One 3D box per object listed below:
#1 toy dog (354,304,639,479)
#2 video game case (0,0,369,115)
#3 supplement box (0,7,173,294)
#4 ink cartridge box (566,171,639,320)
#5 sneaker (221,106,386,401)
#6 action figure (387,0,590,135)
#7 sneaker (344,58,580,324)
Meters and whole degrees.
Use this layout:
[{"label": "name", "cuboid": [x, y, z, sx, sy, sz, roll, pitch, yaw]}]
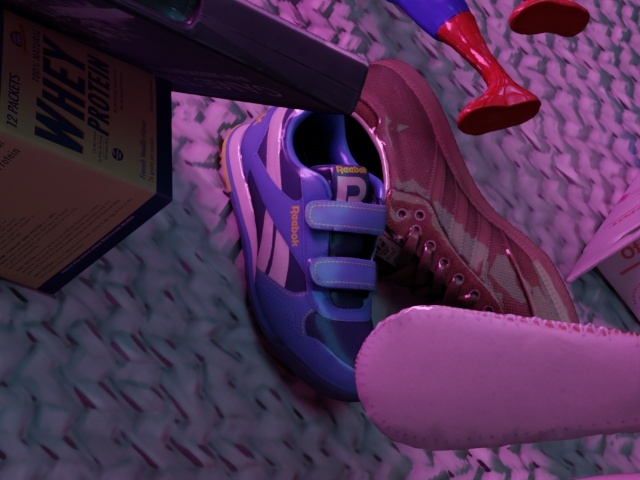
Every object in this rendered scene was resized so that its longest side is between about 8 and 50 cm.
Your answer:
[{"label": "toy dog", "cuboid": [0.083, 0.084, 0.623, 0.161, 0.334, 0.220, 50, 15, 32]}, {"label": "video game case", "cuboid": [-0.143, -0.108, 0.614, 0.274, 0.196, 0.026, 21, 86, -35]}, {"label": "supplement box", "cuboid": [-0.112, -0.032, 0.655, 0.083, 0.083, 0.056, 22, 49, -34]}, {"label": "ink cartridge box", "cuboid": [0.217, -0.018, 0.978, 0.061, 0.104, 0.181, 50, 38, -4]}, {"label": "sneaker", "cuboid": [0.000, 0.000, 0.771, 0.053, 0.059, 0.144, 6, 59, -47]}, {"label": "action figure", "cuboid": [-0.009, -0.170, 0.845, 0.139, 0.091, 0.280, -5, 46, -37]}, {"label": "sneaker", "cuboid": [0.049, 0.004, 0.833, 0.071, 0.066, 0.188, -23, 74, -35]}]
